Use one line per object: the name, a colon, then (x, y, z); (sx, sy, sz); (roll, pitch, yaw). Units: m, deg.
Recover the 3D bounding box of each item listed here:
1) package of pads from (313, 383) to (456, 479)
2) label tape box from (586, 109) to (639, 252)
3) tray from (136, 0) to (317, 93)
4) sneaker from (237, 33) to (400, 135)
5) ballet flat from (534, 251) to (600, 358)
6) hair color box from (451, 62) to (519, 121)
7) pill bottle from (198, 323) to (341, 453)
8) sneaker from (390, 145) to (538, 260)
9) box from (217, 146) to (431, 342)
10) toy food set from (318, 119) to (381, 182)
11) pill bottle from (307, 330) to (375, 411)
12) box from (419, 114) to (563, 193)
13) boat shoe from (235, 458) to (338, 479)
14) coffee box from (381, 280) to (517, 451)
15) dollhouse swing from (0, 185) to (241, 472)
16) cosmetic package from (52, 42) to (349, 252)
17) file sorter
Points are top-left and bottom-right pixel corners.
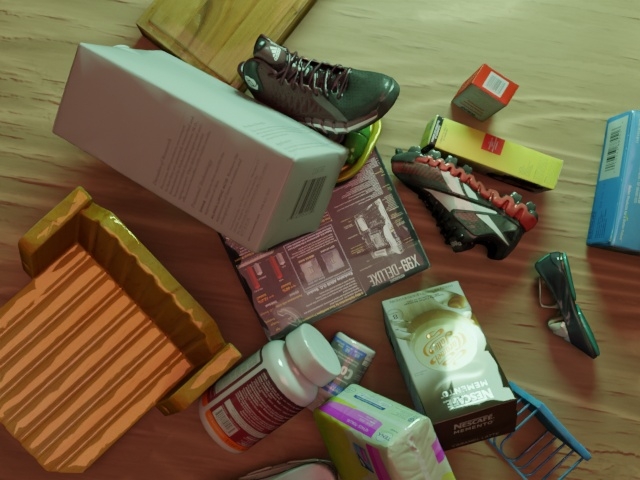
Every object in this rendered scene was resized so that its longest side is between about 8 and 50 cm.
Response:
package of pads: (0.120, 0.384, 1.137); (0.101, 0.229, 0.296); (-30, 106, -24)
label tape box: (0.663, -0.074, 1.274); (0.334, 0.106, 0.240); (11, 87, -4)
tray: (-0.105, -0.460, 1.249); (0.203, 0.076, 0.410); (38, 87, -2)
sneaker: (-0.026, -0.250, 1.122); (0.162, 0.282, 0.106); (47, 58, -40)
ballet flat: (0.428, 0.118, 1.278); (0.074, 0.074, 0.203); (-22, 96, -4)
hair color box: (0.277, -0.249, 1.235); (0.072, 0.141, 0.043); (33, 86, -3)
pill bottle: (-0.082, 0.239, 1.182); (0.221, 0.121, 0.121); (-38, 91, 13)
sneaker: (0.232, -0.057, 1.248); (0.276, 0.097, 0.135); (29, 85, -4)
box: (0.000, 0.000, 1.242); (0.308, 0.076, 0.242); (-25, 90, -4)
toy food set: (0.032, -0.199, 1.202); (0.128, 0.071, 0.217); (16, 63, 21)
pill bottle: (0.029, 0.232, 1.237); (0.078, 0.078, 0.137); (29, 87, -3)
box: (0.293, -0.147, 1.262); (0.232, 0.087, 0.058); (20, 87, -2)
boat shoe: (-0.097, 0.428, 1.220); (0.268, 0.088, 0.096); (-24, 85, 6)
coffee box: (0.203, 0.199, 1.171); (0.141, 0.098, 0.246); (-16, 46, -4)
dollhouse swing: (-0.374, 0.170, 1.118); (0.347, 0.315, 0.305); (48, 66, -2)
cosmetic package: (-0.178, -0.151, 1.101); (0.385, 0.217, 0.156); (29, 110, 17)
file sorter: (0.345, 0.328, 1.211); (0.104, 0.170, 0.118); (-43, 92, -1)
